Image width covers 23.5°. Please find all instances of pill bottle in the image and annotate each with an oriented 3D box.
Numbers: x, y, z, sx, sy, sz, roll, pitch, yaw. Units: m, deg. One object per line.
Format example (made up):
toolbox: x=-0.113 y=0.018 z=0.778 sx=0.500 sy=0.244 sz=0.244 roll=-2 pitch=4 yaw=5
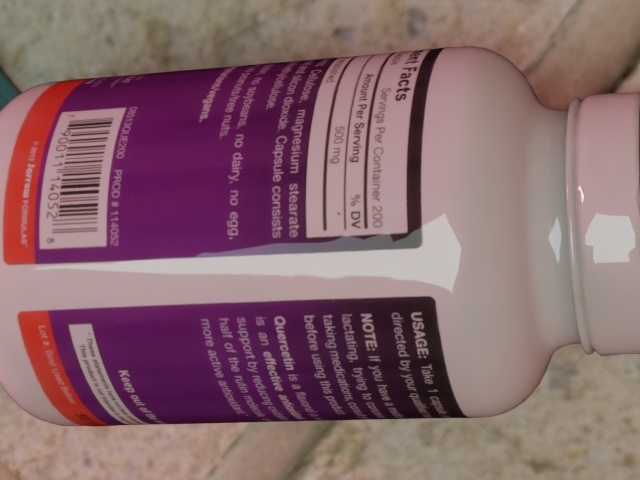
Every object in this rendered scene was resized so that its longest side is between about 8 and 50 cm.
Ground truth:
pill bottle: x=0.000 y=0.000 z=0.768 sx=0.323 sy=0.181 sz=0.181 roll=-3 pitch=105 yaw=15

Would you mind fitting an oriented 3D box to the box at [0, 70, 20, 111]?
box: x=-0.277 y=-0.019 z=0.899 sx=0.244 sy=0.060 sz=0.100 roll=-39 pitch=93 yaw=21
